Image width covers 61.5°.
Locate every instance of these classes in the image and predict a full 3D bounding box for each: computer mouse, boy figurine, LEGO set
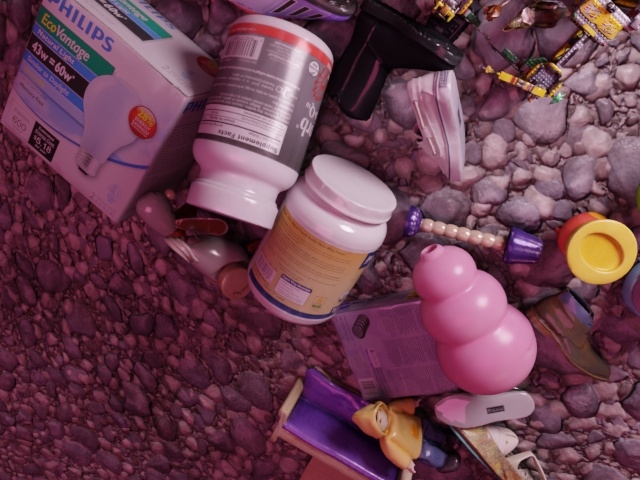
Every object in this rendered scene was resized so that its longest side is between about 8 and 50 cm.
[{"bbox_3d":[0.279,-0.450,0.971,0.071,0.041,0.242,50,116,17],"label":"computer mouse"},{"bbox_3d":[0.206,0.452,1.288,0.285,0.177,0.092,32,144,-19],"label":"boy figurine"},{"bbox_3d":[0.344,-0.374,0.853,0.255,0.192,0.331,-38,107,24],"label":"LEGO set"}]

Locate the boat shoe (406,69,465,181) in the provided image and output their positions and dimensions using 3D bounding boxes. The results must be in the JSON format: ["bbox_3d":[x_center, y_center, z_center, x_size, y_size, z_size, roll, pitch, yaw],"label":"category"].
[{"bbox_3d":[0.218,-0.202,1.005,0.088,0.096,0.267,1,155,22],"label":"boat shoe"}]

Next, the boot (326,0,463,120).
[{"bbox_3d":[0.127,-0.313,1.015,0.246,0.094,0.207,44,125,28],"label":"boot"}]

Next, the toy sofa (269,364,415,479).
[{"bbox_3d":[0.070,0.494,1.378,0.363,0.150,0.177,28,119,7],"label":"toy sofa"}]

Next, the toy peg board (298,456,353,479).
[{"bbox_3d":[0.050,0.634,1.498,0.161,0.079,0.160,28,103,6],"label":"toy peg board"}]

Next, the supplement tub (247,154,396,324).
[{"bbox_3d":[0.000,0.000,1.149,0.228,0.228,0.316,33,119,4],"label":"supplement tub"}]

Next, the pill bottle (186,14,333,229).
[{"bbox_3d":[-0.123,-0.218,1.038,0.210,0.210,0.362,17,89,13],"label":"pill bottle"}]

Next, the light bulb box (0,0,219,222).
[{"bbox_3d":[-0.439,-0.304,1.184,0.358,0.225,0.361,40,120,1],"label":"light bulb box"}]

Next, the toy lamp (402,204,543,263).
[{"bbox_3d":[0.315,-0.010,1.117,0.275,0.080,0.080,16,116,14],"label":"toy lamp"}]

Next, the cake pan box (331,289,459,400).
[{"bbox_3d":[0.182,0.257,1.285,0.246,0.070,0.266,-14,106,27],"label":"cake pan box"}]

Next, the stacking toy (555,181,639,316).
[{"bbox_3d":[0.628,0.001,1.009,0.309,0.130,0.279,36,104,-6],"label":"stacking toy"}]

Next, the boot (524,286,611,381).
[{"bbox_3d":[0.544,0.195,1.117,0.219,0.082,0.106,41,122,2],"label":"boot"}]

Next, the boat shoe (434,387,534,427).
[{"bbox_3d":[0.373,0.380,1.240,0.220,0.070,0.077,-5,92,7],"label":"boat shoe"}]

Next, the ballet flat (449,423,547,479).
[{"bbox_3d":[0.445,0.522,1.285,0.123,0.123,0.348,-36,96,29],"label":"ballet flat"}]

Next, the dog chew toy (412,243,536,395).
[{"bbox_3d":[0.301,0.154,1.110,0.207,0.206,0.331,-26,105,27],"label":"dog chew toy"}]

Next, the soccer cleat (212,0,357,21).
[{"bbox_3d":[-0.079,-0.483,1.059,0.319,0.108,0.116,24,138,7],"label":"soccer cleat"}]

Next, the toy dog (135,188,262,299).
[{"bbox_3d":[-0.251,-0.009,1.250,0.220,0.161,0.333,35,167,34],"label":"toy dog"}]
